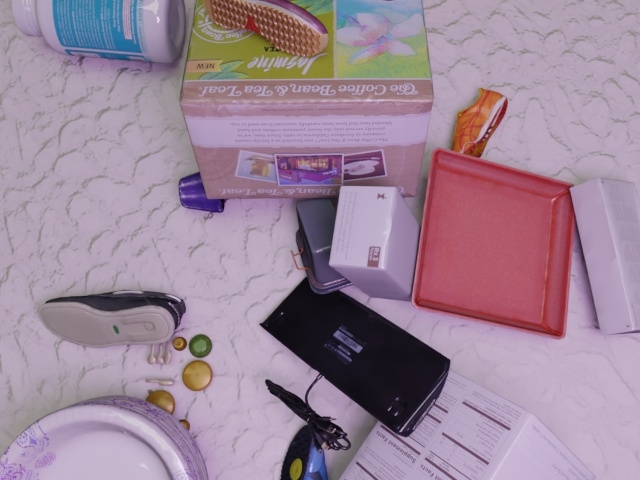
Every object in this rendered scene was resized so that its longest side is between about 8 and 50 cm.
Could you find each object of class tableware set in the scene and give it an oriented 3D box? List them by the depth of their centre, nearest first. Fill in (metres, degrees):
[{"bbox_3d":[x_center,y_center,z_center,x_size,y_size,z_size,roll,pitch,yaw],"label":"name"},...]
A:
[{"bbox_3d":[-0.220,0.223,0.972,0.104,0.024,0.154,2,75,-2],"label":"tableware set"}]

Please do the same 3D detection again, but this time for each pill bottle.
[{"bbox_3d":[-0.375,-0.386,1.060,0.264,0.146,0.146,6,76,1],"label":"pill bottle"}]

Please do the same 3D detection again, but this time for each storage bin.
[{"bbox_3d":[0.000,0.000,0.964,0.098,0.091,0.135,-17,51,-3],"label":"storage bin"}]

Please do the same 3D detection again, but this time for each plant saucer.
[{"bbox_3d":[0.271,0.008,0.981,0.259,0.048,0.259,13,76,-11],"label":"plant saucer"}]

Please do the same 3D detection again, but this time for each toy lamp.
[{"bbox_3d":[-0.092,-0.090,1.020,0.274,0.080,0.080,-5,76,0],"label":"toy lamp"}]

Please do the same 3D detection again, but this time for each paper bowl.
[{"bbox_3d":[-0.294,0.360,0.862,0.284,0.148,0.284,0,84,3],"label":"paper bowl"}]

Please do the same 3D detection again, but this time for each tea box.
[{"bbox_3d":[-0.015,-0.249,0.945,0.328,0.220,0.324,-1,58,1],"label":"tea box"}]

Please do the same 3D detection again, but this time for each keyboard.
[{"bbox_3d":[0.018,0.180,0.886,0.201,0.033,0.317,-46,42,-14],"label":"keyboard"}]

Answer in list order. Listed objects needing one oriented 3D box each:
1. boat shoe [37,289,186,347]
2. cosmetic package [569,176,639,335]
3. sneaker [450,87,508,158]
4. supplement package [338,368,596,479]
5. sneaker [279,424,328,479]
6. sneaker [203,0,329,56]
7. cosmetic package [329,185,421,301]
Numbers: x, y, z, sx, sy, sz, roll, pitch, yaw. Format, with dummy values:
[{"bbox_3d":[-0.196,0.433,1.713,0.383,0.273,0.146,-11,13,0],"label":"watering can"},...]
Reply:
[{"bbox_3d":[-0.329,0.117,0.981,0.233,0.079,0.084,0,118,11],"label":"boat shoe"},{"bbox_3d":[0.465,0.025,0.975,0.098,0.060,0.239,4,73,-34],"label":"cosmetic package"},{"bbox_3d":[0.252,-0.182,1.055,0.067,0.064,0.175,27,72,27],"label":"sneaker"},{"bbox_3d":[0.174,0.335,0.809,0.199,0.198,0.263,43,77,-32],"label":"supplement package"},{"bbox_3d":[-0.014,0.383,0.915,0.082,0.069,0.209,20,65,-28],"label":"sneaker"},{"bbox_3d":[-0.060,-0.307,0.812,0.185,0.070,0.084,27,62,15],"label":"sneaker"},{"bbox_3d":[0.090,0.012,0.906,0.085,0.231,0.117,3,74,22],"label":"cosmetic package"}]
